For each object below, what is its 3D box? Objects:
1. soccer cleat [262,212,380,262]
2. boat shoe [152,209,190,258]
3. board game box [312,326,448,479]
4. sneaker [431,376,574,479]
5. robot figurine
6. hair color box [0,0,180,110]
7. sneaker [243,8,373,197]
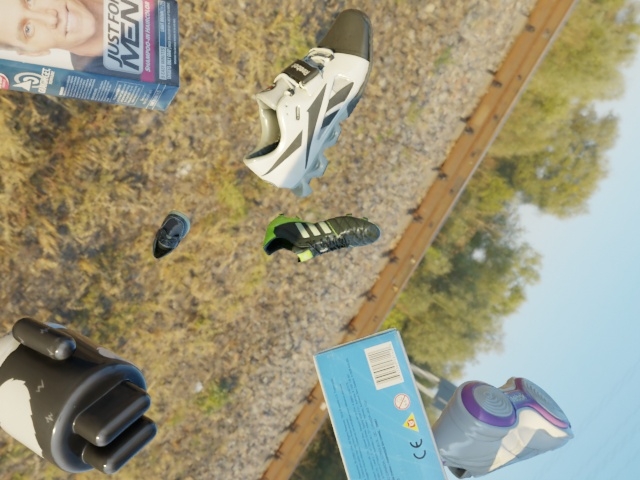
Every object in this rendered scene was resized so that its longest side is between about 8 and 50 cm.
[{"bbox_3d":[0.000,0.000,0.965,0.060,0.179,0.072,66,34,-46],"label":"soccer cleat"},{"bbox_3d":[-0.306,-0.006,1.338,0.152,0.056,0.049,-53,-169,53],"label":"boat shoe"},{"bbox_3d":[0.087,0.273,0.710,0.086,0.308,0.302,-17,162,0],"label":"board game box"},{"bbox_3d":[0.267,0.287,1.000,0.305,0.114,0.152,16,119,-40],"label":"sneaker"},{"bbox_3d":[-0.371,0.227,0.956,0.173,0.278,0.209,21,89,-62],"label":"robot figurine"},{"bbox_3d":[-0.416,-0.335,1.090,0.105,0.347,0.173,-29,-118,59],"label":"hair color box"},{"bbox_3d":[-0.024,-0.246,1.093,0.146,0.122,0.330,20,93,-35],"label":"sneaker"}]
